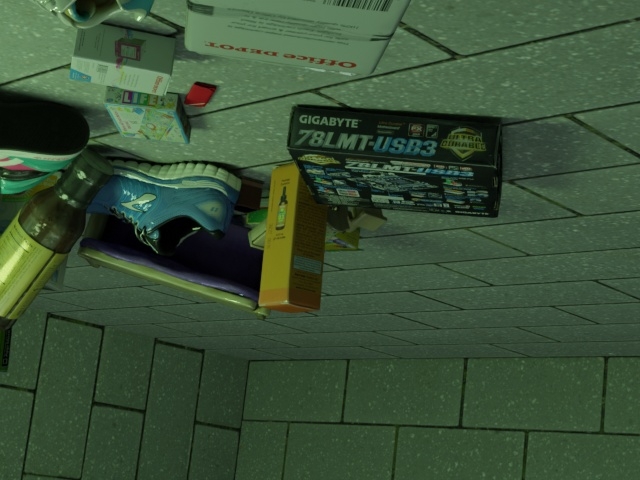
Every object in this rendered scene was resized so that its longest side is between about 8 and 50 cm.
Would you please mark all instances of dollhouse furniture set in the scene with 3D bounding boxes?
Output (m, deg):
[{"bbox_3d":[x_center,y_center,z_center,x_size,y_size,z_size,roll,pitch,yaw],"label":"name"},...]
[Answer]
[{"bbox_3d":[0.000,0.000,2.125,0.161,0.101,0.182,17,137,-39],"label":"dollhouse furniture set"}]

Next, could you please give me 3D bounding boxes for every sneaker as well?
[{"bbox_3d":[-0.509,-0.153,1.854,0.295,0.124,0.178,10,157,-20],"label":"sneaker"},{"bbox_3d":[-0.271,-0.269,1.267,0.228,0.092,0.087,3,168,23],"label":"sneaker"},{"bbox_3d":[-0.298,-0.054,2.099,0.330,0.147,0.130,2,166,23],"label":"sneaker"}]

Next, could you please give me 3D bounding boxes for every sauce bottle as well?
[{"bbox_3d":[-0.467,-0.004,2.073,0.111,0.344,0.111,38,-165,-12],"label":"sauce bottle"}]

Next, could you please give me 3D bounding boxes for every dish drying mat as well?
[{"bbox_3d":[-0.166,-0.199,1.706,0.032,0.008,0.083,11,167,-14],"label":"dish drying mat"}]

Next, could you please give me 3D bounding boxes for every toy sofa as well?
[{"bbox_3d":[-0.242,0.015,2.236,0.362,0.150,0.177,17,169,3],"label":"toy sofa"}]

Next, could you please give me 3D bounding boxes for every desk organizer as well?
[{"bbox_3d":[-0.153,-0.072,2.159,0.047,0.050,0.130,15,165,-31],"label":"desk organizer"}]

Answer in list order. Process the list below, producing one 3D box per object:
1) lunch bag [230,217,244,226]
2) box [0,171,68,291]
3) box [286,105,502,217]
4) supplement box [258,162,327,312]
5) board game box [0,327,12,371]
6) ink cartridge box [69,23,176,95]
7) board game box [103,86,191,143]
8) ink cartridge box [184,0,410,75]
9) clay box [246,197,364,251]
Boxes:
[{"bbox_3d":[-0.303,0.007,2.455,0.303,0.115,0.243,7,170,-4],"label":"lunch bag"},{"bbox_3d":[-0.515,-0.021,2.226,0.114,0.203,0.103,7,169,10],"label":"box"},{"bbox_3d":[0.117,-0.109,1.815,0.295,0.073,0.293,5,166,10],"label":"box"},{"bbox_3d":[-0.040,-0.005,1.986,0.080,0.234,0.078,13,166,-40],"label":"supplement box"},{"bbox_3d":[-0.773,0.046,2.186,0.356,0.357,0.356,5,177,12],"label":"board game box"},{"bbox_3d":[-0.245,-0.225,1.537,0.122,0.052,0.088,11,167,-12],"label":"ink cartridge box"},{"bbox_3d":[-0.248,-0.179,1.793,0.103,0.026,0.154,6,167,2],"label":"board game box"},{"bbox_3d":[-0.019,-0.258,1.136,0.197,0.114,0.273,7,166,-7],"label":"ink cartridge box"},{"bbox_3d":[-0.021,-0.026,2.286,0.127,0.053,0.222,-1,165,32],"label":"clay box"}]
